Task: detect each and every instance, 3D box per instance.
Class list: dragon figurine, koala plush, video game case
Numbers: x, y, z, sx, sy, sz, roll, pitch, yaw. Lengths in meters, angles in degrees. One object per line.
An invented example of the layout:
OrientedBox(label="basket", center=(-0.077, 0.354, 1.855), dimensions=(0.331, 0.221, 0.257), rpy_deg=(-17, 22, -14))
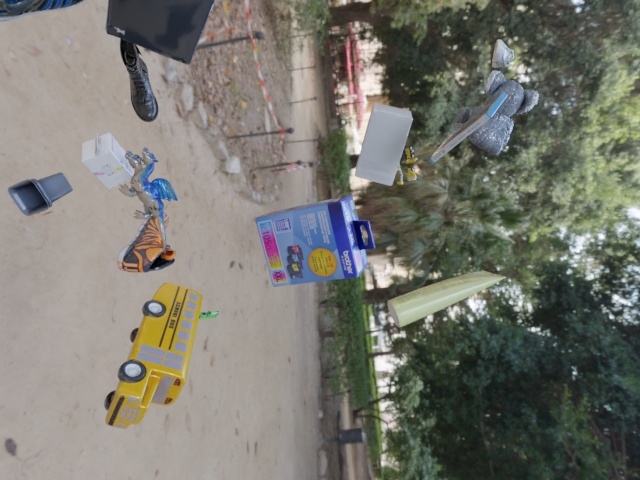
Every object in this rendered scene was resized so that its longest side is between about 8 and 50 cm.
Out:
OrientedBox(label="dragon figurine", center=(-0.474, -0.127, 1.211), dimensions=(0.289, 0.085, 0.144), rpy_deg=(62, 24, -17))
OrientedBox(label="koala plush", center=(0.565, -0.408, 1.352), dimensions=(0.221, 0.196, 0.203), rpy_deg=(-58, 178, 26))
OrientedBox(label="video game case", center=(0.312, -0.238, 0.901), dimensions=(0.119, 0.015, 0.166), rpy_deg=(-47, -176, -38))

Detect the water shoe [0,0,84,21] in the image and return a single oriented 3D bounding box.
OrientedBox(label="water shoe", center=(-0.384, -0.362, 0.592), dimensions=(0.203, 0.080, 0.073), rpy_deg=(-52, 129, -32))

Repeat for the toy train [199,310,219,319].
OrientedBox(label="toy train", center=(-0.338, 0.224, 1.278), dimensions=(0.017, 0.023, 0.083), rpy_deg=(52, 18, 20))

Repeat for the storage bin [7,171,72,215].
OrientedBox(label="storage bin", center=(-0.723, -0.123, 1.109), dimensions=(0.091, 0.135, 0.098), rpy_deg=(-50, 124, -50))

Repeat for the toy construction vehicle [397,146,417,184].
OrientedBox(label="toy construction vehicle", center=(0.256, -0.224, 1.275), dimensions=(0.035, 0.086, 0.098), rpy_deg=(-15, 92, -45))

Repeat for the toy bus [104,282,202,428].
OrientedBox(label="toy bus", center=(-0.352, 0.238, 0.921), dimensions=(0.108, 0.130, 0.333), rpy_deg=(-57, -158, 25))

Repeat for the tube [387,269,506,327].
OrientedBox(label="tube", center=(0.263, 0.114, 0.897), dimensions=(0.062, 0.240, 0.070), rpy_deg=(76, -10, -48))

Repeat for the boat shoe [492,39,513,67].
OrientedBox(label="boat shoe", center=(0.592, -0.597, 1.367), dimensions=(0.184, 0.063, 0.066), rpy_deg=(-5, 105, -70))

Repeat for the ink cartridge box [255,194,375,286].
OrientedBox(label="ink cartridge box", center=(0.000, 0.000, 1.488), dimensions=(0.151, 0.395, 0.270), rpy_deg=(-39, 117, -66))

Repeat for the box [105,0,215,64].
OrientedBox(label="box", center=(-0.342, -0.691, 0.990), dimensions=(0.293, 0.212, 0.396), rpy_deg=(-21, -121, 59))

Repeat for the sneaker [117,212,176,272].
OrientedBox(label="sneaker", center=(-0.640, 0.015, 1.678), dimensions=(0.125, 0.180, 0.321), rpy_deg=(88, 14, -46))

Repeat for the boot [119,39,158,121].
OrientedBox(label="boot", center=(-0.648, -0.569, 1.483), dimensions=(0.229, 0.091, 0.263), rpy_deg=(178, -102, -76))

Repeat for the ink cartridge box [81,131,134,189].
OrientedBox(label="ink cartridge box", center=(-0.638, -0.243, 1.263), dimensions=(0.143, 0.089, 0.092), rpy_deg=(68, -2, -54))

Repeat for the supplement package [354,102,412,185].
OrientedBox(label="supplement package", center=(0.163, -0.253, 1.107), dimensions=(0.105, 0.105, 0.179), rpy_deg=(-72, 176, -61))
